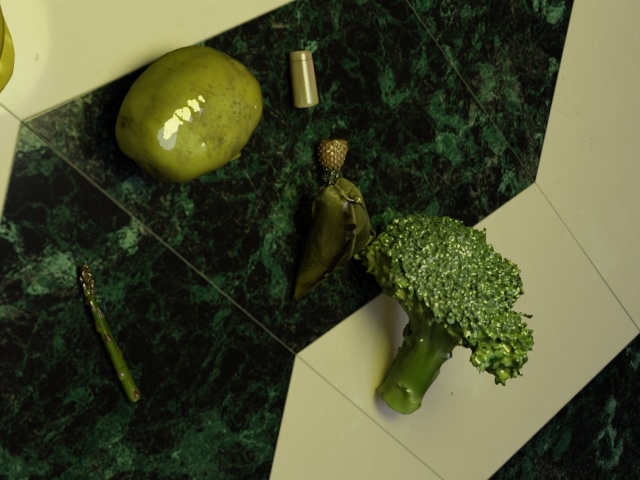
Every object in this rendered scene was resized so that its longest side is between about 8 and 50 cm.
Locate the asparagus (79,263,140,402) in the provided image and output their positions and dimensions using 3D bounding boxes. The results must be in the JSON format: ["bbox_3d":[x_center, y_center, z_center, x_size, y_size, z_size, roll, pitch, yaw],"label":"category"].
[{"bbox_3d":[-0.332,0.148,1.402,0.025,0.024,0.248,-76,152,-65],"label":"asparagus"}]

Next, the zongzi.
[{"bbox_3d":[0.000,0.000,1.566,0.204,0.094,0.205,-46,161,-9],"label":"zongzi"}]

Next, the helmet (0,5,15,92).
[{"bbox_3d":[-0.479,-0.275,1.128,0.205,0.140,0.257,-50,123,-22],"label":"helmet"}]

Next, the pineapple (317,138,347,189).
[{"bbox_3d":[0.022,-0.122,1.625,0.058,0.058,0.124,-10,104,-39],"label":"pineapple"}]

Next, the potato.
[{"bbox_3d":[-0.198,-0.191,1.368,0.197,0.149,0.228,37,73,-25],"label":"potato"}]

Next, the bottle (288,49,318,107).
[{"bbox_3d":[-0.030,-0.281,1.561,0.045,0.045,0.096,-16,107,-37],"label":"bottle"}]

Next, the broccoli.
[{"bbox_3d":[0.192,0.123,1.712,0.275,0.397,0.353,8,65,-15],"label":"broccoli"}]
